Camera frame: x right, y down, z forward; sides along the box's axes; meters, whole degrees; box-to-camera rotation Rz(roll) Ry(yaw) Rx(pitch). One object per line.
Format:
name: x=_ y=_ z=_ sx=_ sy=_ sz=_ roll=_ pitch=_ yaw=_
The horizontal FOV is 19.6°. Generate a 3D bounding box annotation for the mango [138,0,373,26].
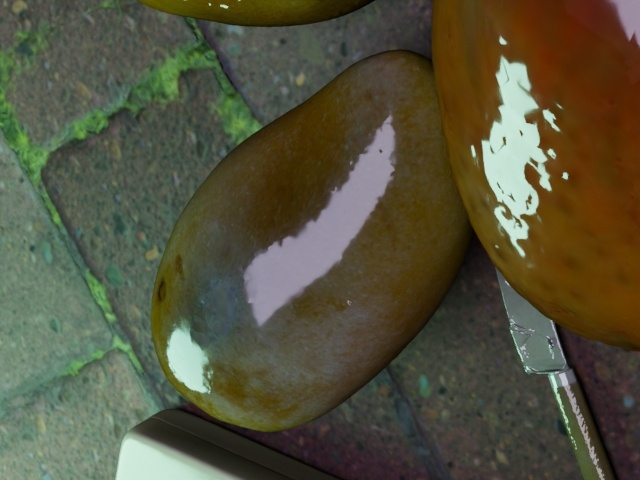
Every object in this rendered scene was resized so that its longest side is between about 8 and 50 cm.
mango: x=-0.067 y=-0.272 z=1.523 sx=0.287 sy=0.152 sz=0.201 roll=-6 pitch=93 yaw=30

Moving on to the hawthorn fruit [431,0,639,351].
hawthorn fruit: x=0.295 y=-0.130 z=1.211 sx=0.471 sy=0.472 sz=0.472 roll=9 pitch=109 yaw=28

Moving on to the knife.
knife: x=0.191 y=0.101 z=1.561 sx=0.047 sy=0.017 sz=0.298 roll=-16 pitch=96 yaw=39

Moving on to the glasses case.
glasses case: x=-0.038 y=0.280 z=1.713 sx=0.336 sy=0.076 sz=0.144 roll=22 pitch=114 yaw=23

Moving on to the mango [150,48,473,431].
mango: x=0.000 y=0.000 z=1.534 sx=0.221 sy=0.199 sz=0.384 roll=41 pitch=119 yaw=16
